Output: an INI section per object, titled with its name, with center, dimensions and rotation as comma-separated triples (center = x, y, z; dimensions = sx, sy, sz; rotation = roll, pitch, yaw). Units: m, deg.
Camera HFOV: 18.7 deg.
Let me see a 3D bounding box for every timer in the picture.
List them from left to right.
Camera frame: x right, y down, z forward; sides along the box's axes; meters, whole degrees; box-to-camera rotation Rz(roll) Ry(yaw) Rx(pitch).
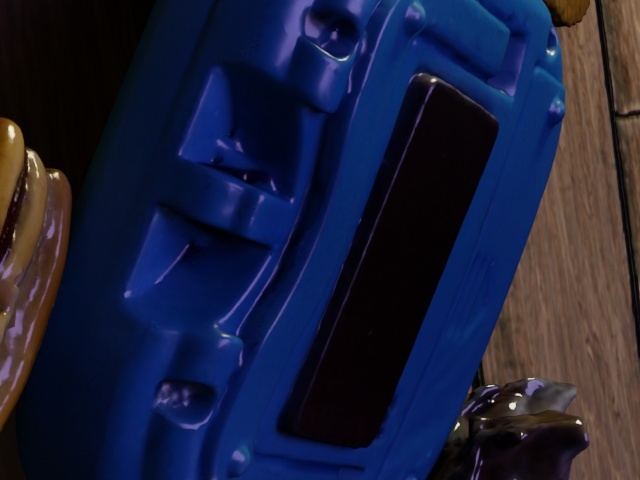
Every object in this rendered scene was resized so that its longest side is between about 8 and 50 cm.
[timer]
center = 0.000, 0.000, 0.947
dimensions = 0.309, 0.115, 0.340
rotation = 21, 91, -62

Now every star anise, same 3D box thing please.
[star anise]
center = 0.069, 0.183, 1.091
dimensions = 0.236, 0.109, 0.223
rotation = -60, 164, -81

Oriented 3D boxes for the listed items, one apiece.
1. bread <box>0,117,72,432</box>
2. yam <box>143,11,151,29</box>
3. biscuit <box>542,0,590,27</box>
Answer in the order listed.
[bread]
center = -0.168, 0.046, 0.793
dimensions = 0.077, 0.116, 0.200
rotation = 42, 51, -37
[yam]
center = -0.025, -0.127, 1.110
dimensions = 0.027, 0.029, 0.234
rotation = 44, 27, 21
[biscuit]
center = 0.138, -0.270, 1.332
dimensions = 0.262, 0.037, 0.262
rotation = -9, 90, -69
